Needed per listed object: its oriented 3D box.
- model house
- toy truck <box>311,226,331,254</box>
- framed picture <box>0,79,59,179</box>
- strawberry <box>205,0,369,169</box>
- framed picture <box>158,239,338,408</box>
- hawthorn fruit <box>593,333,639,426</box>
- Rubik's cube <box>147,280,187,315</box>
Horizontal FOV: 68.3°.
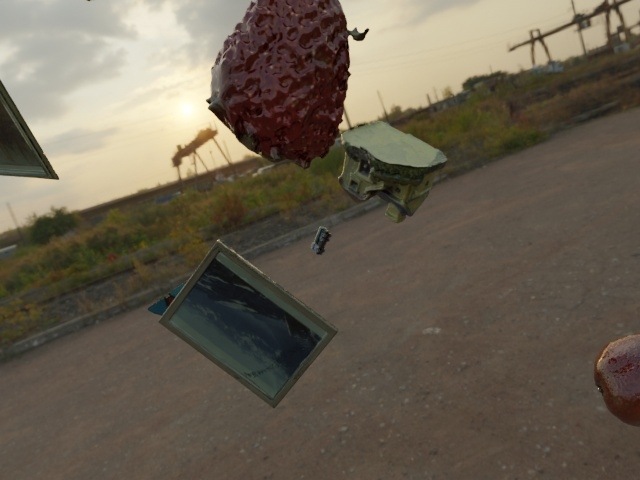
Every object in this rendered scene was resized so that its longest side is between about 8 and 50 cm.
[{"bbox_3d":[0.209,-0.208,1.560,0.321,0.266,0.261,37,46,29],"label":"model house"},{"bbox_3d":[0.000,0.000,1.475,0.044,0.083,0.039,32,18,31],"label":"toy truck"},{"bbox_3d":[-0.623,-0.198,0.837,0.274,0.217,0.017,4,44,17],"label":"framed picture"},{"bbox_3d":[-0.049,-0.321,0.900,0.343,0.292,0.292,-55,0,16],"label":"strawberry"},{"bbox_3d":[-0.164,0.192,1.062,0.247,0.335,0.022,-52,2,12],"label":"framed picture"},{"bbox_3d":[0.614,0.256,0.874,0.188,0.169,0.169,-30,3,31],"label":"hawthorn fruit"},{"bbox_3d":[-0.341,0.169,1.457,0.284,0.250,0.234,-25,-25,-40],"label":"Rubik's cube"}]
